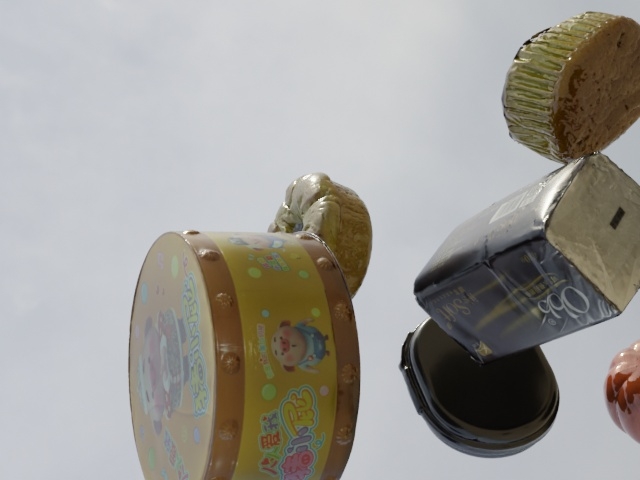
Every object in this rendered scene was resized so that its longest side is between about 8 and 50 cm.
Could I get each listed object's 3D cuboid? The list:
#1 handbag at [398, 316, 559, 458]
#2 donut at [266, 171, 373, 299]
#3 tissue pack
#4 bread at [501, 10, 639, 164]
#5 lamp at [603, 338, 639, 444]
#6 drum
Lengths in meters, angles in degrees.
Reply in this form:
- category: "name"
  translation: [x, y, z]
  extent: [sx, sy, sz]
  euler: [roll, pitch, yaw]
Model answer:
- category: "handbag"
  translation: [0.275, 0.242, 1.872]
  extent: [0.093, 0.254, 0.308]
  euler: [88, 166, -48]
- category: "donut"
  translation: [0.000, 0.000, 1.853]
  extent: [0.128, 0.208, 0.261]
  euler: [16, -148, -21]
- category: "tissue pack"
  translation: [0.329, 0.028, 1.632]
  extent: [0.198, 0.370, 0.210]
  euler: [47, -120, -5]
- category: "bread"
  translation: [0.425, -0.247, 1.747]
  extent: [0.253, 0.142, 0.227]
  euler: [-31, -56, -23]
- category: "lamp"
  translation: [0.559, 0.242, 1.768]
  extent: [0.163, 0.188, 0.187]
  euler: [60, -150, -29]
- category: "drum"
  translation: [-0.123, 0.190, 1.555]
  extent: [0.214, 0.431, 0.431]
  euler: [2, -112, -25]
